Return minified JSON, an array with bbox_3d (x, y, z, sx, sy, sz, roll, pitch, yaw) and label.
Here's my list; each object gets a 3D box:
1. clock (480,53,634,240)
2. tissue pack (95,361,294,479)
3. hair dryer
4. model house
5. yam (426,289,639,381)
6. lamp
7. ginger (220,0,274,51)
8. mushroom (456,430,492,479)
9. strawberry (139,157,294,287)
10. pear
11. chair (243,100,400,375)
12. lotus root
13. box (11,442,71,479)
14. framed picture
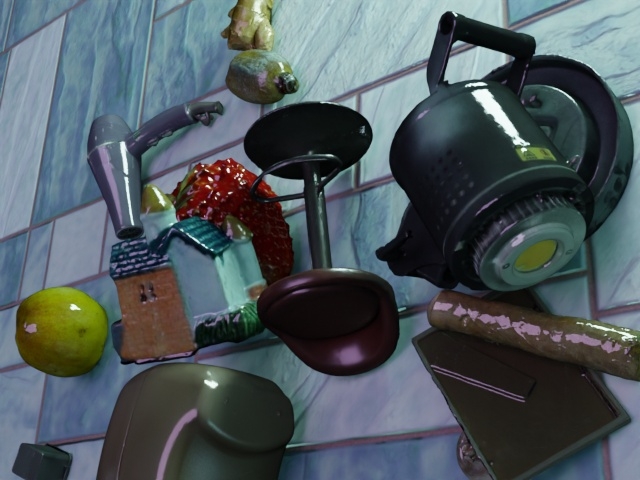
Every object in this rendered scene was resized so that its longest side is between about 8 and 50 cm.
[{"bbox_3d":[0.303,-0.119,1.352,0.319,0.066,0.318,-19,60,37],"label":"clock"},{"bbox_3d":[-0.216,0.396,1.461,0.277,0.267,0.386,-10,67,36],"label":"tissue pack"},{"bbox_3d":[-0.355,-0.198,1.995,0.361,0.121,0.301,-30,62,24],"label":"hair dryer"},{"bbox_3d":[-0.224,0.041,1.507,0.253,0.184,0.291,-10,102,19],"label":"model house"},{"bbox_3d":[0.281,0.121,1.219,0.300,0.066,0.066,11,79,31],"label":"yam"},{"bbox_3d":[0.230,-0.076,1.204,0.272,0.205,0.374,42,118,50],"label":"lamp"},{"bbox_3d":[-0.149,-0.471,1.929,0.115,0.081,0.205,-27,60,49],"label":"ginger"},{"bbox_3d":[0.215,0.286,1.240,0.085,0.079,0.085,-21,60,40],"label":"mushroom"},{"bbox_3d":[-0.188,-0.007,1.680,0.261,0.258,0.261,-45,21,22],"label":"strawberry"},{"bbox_3d":[-0.551,0.189,1.931,0.200,0.200,0.199,-20,59,36],"label":"pear"},{"bbox_3d":[0.000,0.000,1.471,0.227,0.227,0.400,-27,56,32],"label":"chair"},{"bbox_3d":[-0.113,-0.325,1.824,0.192,0.088,0.113,24,83,46],"label":"lotus root"},{"bbox_3d":[-0.587,0.471,1.920,0.122,0.069,0.084,5,73,45],"label":"box"},{"bbox_3d":[0.260,0.185,1.236,0.192,0.018,0.265,-29,50,1],"label":"framed picture"}]
